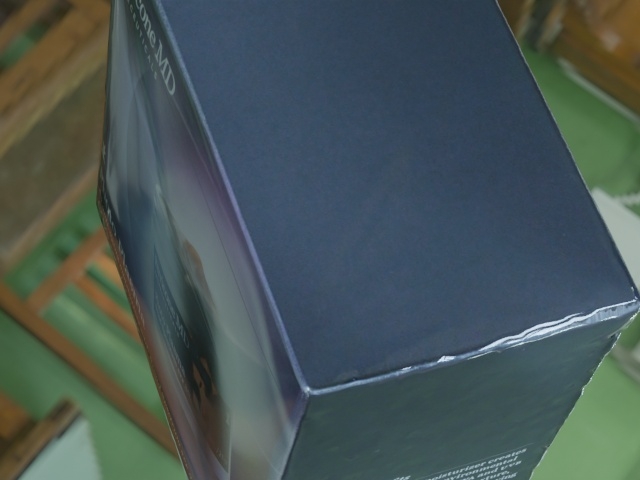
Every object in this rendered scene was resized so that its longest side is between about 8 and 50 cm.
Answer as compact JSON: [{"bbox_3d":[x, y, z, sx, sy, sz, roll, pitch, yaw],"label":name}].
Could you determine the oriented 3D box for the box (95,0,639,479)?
[{"bbox_3d":[0.000,0.000,0.959,0.182,0.296,0.294,-13,152,-18],"label":"box"}]
